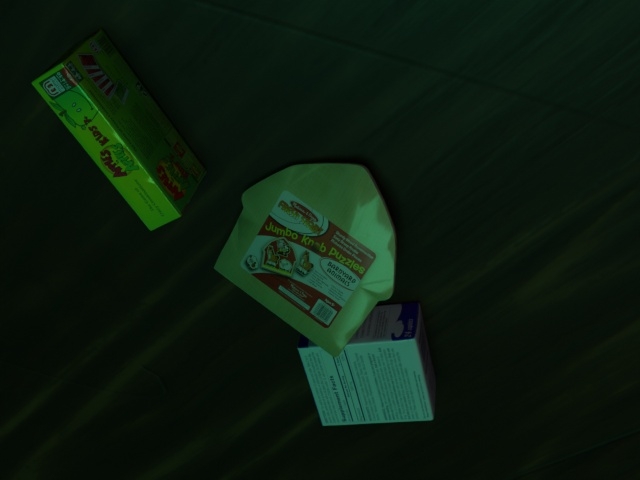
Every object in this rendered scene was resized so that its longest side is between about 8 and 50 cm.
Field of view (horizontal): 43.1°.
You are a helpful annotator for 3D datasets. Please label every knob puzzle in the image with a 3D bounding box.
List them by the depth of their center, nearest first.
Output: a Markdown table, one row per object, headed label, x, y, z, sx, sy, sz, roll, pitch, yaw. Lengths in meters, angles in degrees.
| label | x | y | z | sx | sy | sz | roll | pitch | yaw |
| --- | --- | --- | --- | --- | --- | --- | --- | --- | --- |
| knob puzzle | 0.000 | 0.000 | 0.866 | 0.213 | 0.030 | 0.213 | 5 | 105 | 18 |

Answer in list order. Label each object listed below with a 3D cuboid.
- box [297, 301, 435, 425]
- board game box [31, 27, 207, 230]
| label | x | y | z | sx | sy | sz | roll | pitch | yaw |
| --- | --- | --- | --- | --- | --- | --- | --- | --- | --- |
| box | 0.057 | 0.145 | 0.944 | 0.137 | 0.072 | 0.126 | -6 | 122 | 15 |
| board game box | -0.193 | -0.109 | 0.807 | 0.043 | 0.092 | 0.181 | -23 | 117 | 25 |
